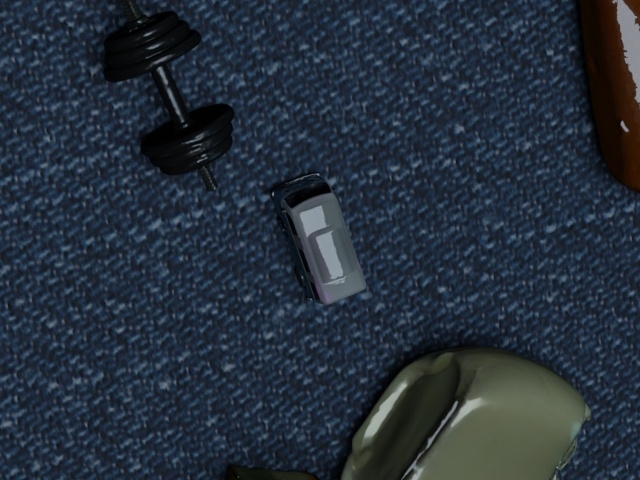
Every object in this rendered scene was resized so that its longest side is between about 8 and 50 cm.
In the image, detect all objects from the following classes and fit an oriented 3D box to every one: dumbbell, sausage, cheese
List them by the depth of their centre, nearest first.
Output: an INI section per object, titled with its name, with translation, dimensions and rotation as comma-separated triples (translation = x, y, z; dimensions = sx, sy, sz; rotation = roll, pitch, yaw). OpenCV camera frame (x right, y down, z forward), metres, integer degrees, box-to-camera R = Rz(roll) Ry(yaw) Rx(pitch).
[dumbbell]
translation = -0.144, -0.141, 1.792
dimensions = 0.099, 0.099, 0.208
rotation = -27, 107, -10
[sausage]
translation = 0.317, -0.211, 1.923
dimensions = 0.097, 0.094, 0.348
rotation = -17, 103, -27
[cheese]
translation = 0.157, 0.238, 1.943
dimensions = 0.233, 0.127, 0.266
rotation = 31, 93, -23

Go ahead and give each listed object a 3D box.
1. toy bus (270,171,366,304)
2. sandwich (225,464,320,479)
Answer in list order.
[toy bus]
translation = 0.000, 0.000, 1.875
dimensions = 0.060, 0.075, 0.123
rotation = -22, 106, -12
[sandwich]
translation = -0.035, 0.339, 1.852
dimensions = 0.108, 0.220, 0.186
rotation = 7, 98, -19
